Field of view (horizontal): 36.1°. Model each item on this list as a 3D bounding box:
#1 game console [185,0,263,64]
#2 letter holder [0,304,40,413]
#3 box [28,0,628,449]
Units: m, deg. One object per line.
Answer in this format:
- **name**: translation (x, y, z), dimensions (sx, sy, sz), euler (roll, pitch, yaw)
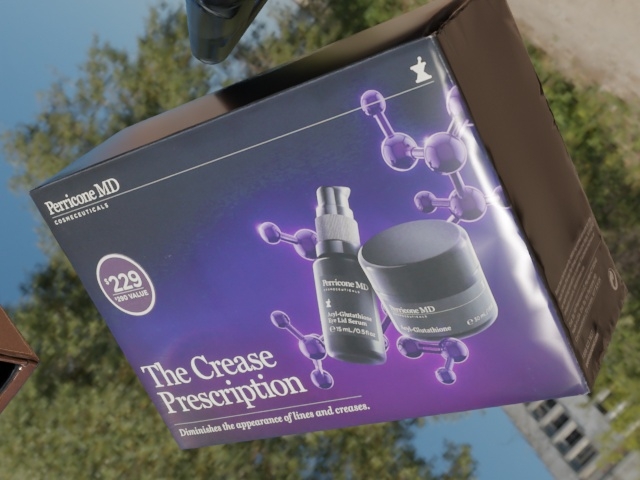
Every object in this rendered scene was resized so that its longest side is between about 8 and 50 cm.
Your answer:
- **game console**: translation (0.029, -0.255, 0.564), dimensions (0.060, 0.342, 0.386), euler (31, -178, -9)
- **letter holder**: translation (-0.431, 0.049, 0.860), dimensions (0.302, 0.152, 0.214), euler (44, -171, 34)
- **box**: translation (0.000, 0.000, 0.525), dimensions (0.103, 0.261, 0.184), euler (-44, -67, -52)
